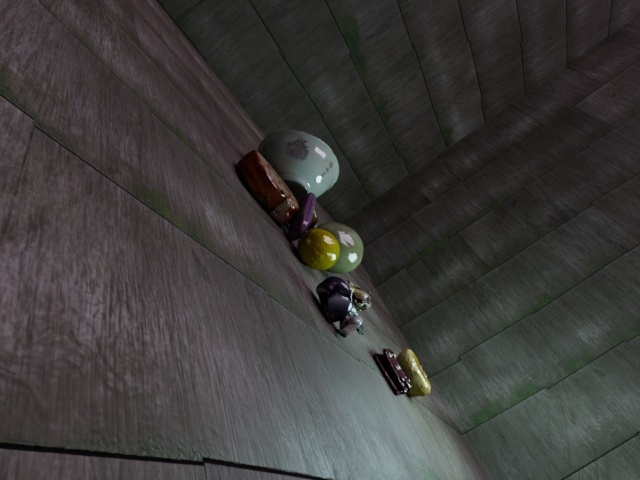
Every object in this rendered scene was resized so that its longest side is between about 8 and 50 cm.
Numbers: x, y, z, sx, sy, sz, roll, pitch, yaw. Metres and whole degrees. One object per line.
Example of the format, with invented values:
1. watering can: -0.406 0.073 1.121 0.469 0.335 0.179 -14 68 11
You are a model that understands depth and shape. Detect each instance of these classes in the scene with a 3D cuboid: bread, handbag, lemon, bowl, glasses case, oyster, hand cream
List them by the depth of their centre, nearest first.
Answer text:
1. lemon: -0.009 0.039 1.737 0.193 0.181 0.181 4 43 -39
2. bread: -0.229 -0.240 1.770 0.328 0.114 0.295 49 10 -37
3. glasses case: -0.082 -0.114 1.856 0.075 0.123 0.317 34 33 -15
4. handbag: 0.340 0.603 1.866 0.216 0.073 0.203 59 9 25
5. hand cream: 0.133 0.329 1.898 0.248 0.052 0.075 60 30 -6
6. bowl: -0.132 -0.316 2.026 0.435 0.434 0.196 49 40 -40
7. bread: 0.458 0.681 2.064 0.245 0.134 0.244 57 6 -10
8. oyster: 0.167 0.294 2.088 0.201 0.107 0.354 29 11 13

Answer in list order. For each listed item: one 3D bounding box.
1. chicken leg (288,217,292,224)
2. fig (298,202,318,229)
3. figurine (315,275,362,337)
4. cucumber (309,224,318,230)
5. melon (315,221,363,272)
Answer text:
1. chicken leg: -0.162 -0.118 1.945 0.205 0.053 0.093 61 -6 13
2. fig: -0.092 -0.123 2.052 0.165 0.144 0.154 28 -8 -35
3. figurine: 0.071 0.242 1.515 0.222 0.145 0.145 57 7 1
4. cucumber: 0.000 0.000 2.386 0.294 0.067 0.067 59 8 10
5. melon: 0.079 0.037 2.012 0.307 0.272 0.272 33 17 -24
